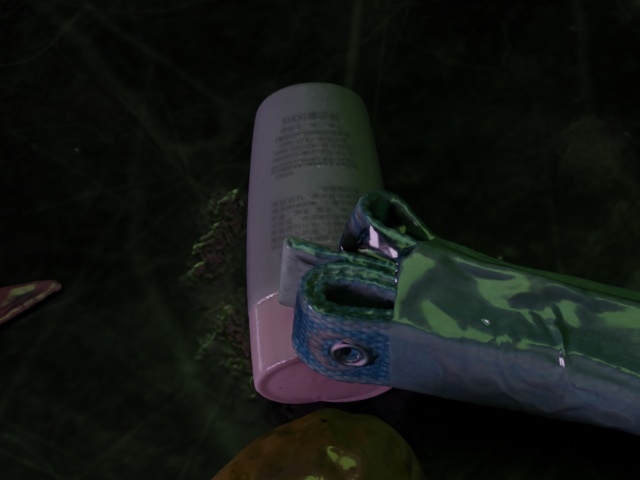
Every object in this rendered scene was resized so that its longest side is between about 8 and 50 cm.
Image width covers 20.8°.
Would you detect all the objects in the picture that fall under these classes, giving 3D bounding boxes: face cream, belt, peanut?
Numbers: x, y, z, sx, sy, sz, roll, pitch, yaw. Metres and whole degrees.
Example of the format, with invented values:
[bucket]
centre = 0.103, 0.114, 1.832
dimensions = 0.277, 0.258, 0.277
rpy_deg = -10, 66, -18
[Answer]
[face cream]
centre = 0.000, 0.000, 0.993
dimensions = 0.084, 0.057, 0.198
rpy_deg = -4, 53, 2
[belt]
centre = 0.125, 0.051, 0.888
dimensions = 0.302, 0.072, 0.087
rpy_deg = 15, 59, 4
[peanut]
centre = -0.036, 0.183, 0.824
dimensions = 0.120, 0.110, 0.236
rpy_deg = 31, 71, 24

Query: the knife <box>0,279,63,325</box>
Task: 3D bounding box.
[knife]
centre = -0.263, 0.075, 1.005
dimensions = 0.247, 0.018, 0.035
rpy_deg = -26, 49, -14
